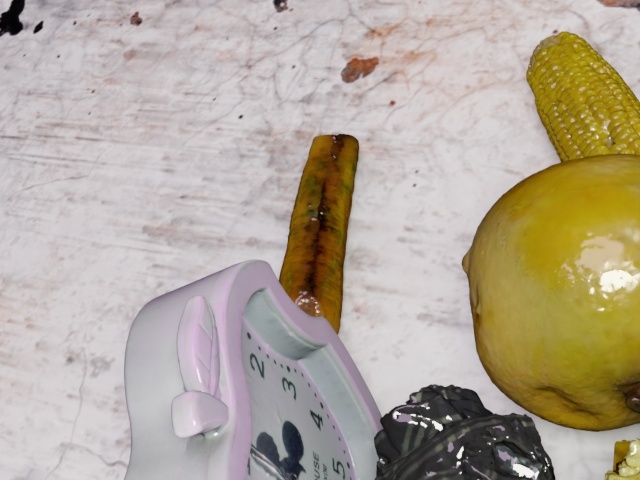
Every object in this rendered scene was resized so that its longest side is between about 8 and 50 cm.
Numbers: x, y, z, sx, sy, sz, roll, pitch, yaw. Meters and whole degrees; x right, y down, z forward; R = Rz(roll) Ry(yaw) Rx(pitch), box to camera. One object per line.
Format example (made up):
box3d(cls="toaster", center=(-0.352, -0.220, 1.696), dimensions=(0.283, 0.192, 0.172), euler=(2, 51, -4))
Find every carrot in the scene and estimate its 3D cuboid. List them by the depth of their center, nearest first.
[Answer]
box3d(cls="carrot", center=(0.000, 0.000, 1.266), dimensions=(0.070, 0.070, 0.260), euler=(-8, 51, 24))

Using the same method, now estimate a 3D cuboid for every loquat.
box3d(cls="loquat", center=(0.229, 0.045, 0.998), dimensions=(0.244, 0.244, 0.243), euler=(-14, 52, 19))

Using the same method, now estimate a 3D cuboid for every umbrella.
box3d(cls="umbrella", center=(0.155, 0.259, 0.955), dimensions=(0.154, 0.128, 0.336), euler=(-48, 57, 27))

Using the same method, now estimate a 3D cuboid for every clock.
box3d(cls="clock", center=(-0.046, 0.192, 0.980), dimensions=(0.102, 0.338, 0.338), euler=(-20, 50, 21))

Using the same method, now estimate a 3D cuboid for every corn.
box3d(cls="corn", center=(0.263, -0.103, 1.176), dimensions=(0.097, 0.097, 0.261), euler=(-28, 48, 8))

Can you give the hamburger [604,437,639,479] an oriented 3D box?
box3d(cls="hamburger", center=(0.299, 0.229, 0.842), dimensions=(0.262, 0.138, 0.243), euler=(20, 52, -4))
